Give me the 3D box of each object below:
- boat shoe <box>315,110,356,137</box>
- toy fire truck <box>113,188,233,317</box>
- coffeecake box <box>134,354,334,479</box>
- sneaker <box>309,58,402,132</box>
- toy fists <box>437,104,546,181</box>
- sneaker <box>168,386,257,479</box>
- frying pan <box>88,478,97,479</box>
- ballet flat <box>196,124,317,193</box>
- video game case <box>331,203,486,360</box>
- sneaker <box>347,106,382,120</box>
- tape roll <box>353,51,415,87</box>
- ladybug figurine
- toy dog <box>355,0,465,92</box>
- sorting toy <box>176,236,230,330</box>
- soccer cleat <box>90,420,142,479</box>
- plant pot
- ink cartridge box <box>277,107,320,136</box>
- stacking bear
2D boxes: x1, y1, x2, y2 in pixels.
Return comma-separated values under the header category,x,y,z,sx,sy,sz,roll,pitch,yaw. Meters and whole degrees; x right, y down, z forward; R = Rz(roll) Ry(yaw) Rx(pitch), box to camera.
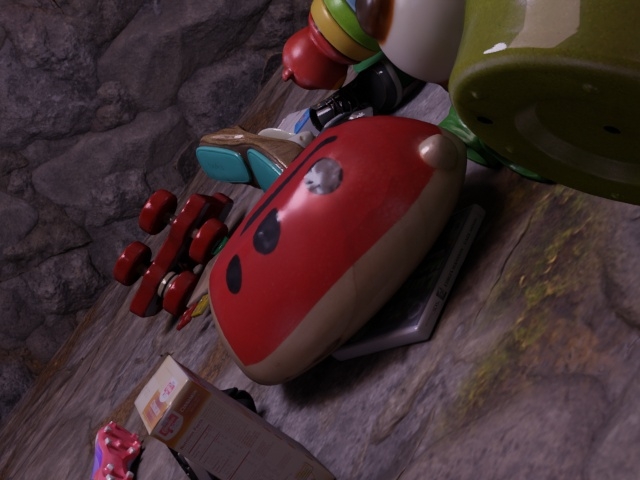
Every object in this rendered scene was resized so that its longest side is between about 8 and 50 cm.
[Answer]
category,x,y,z,sx,sy,sz,roll,pitch,yaw
boat shoe,-0.001,-0.108,1.536,0.091,0.114,0.302,-45,17,46
toy fire truck,-0.303,0.030,2.049,0.302,0.169,0.254,-62,-11,6
coffeecake box,-0.094,0.207,0.976,0.068,0.185,0.142,-55,15,-7
sneaker,0.060,-0.242,1.636,0.118,0.083,0.222,-27,-2,-17
toy fists,0.220,-0.158,1.041,0.142,0.096,0.279,-52,14,1
sneaker,-0.142,0.252,1.242,0.124,0.107,0.283,-33,8,-15
frying pan,-0.362,0.510,1.344,0.197,0.053,0.326,-6,66,60
ballet flat,-0.072,-0.127,1.471,0.124,0.116,0.342,-36,29,-21
video game case,0.097,0.051,1.072,0.190,0.022,0.173,-26,31,58
sneaker,0.087,-0.147,1.377,0.078,0.106,0.234,-53,15,1
tape roll,0.191,-0.419,1.731,0.321,0.077,0.321,-48,16,18
ladybug figurine,0.000,0.000,1.119,0.449,0.162,0.305,-45,15,40
toy dog,0.241,-0.384,1.243,0.408,0.285,0.395,-44,36,33
sorting toy,-0.192,0.073,1.814,0.132,0.046,0.274,-40,19,39
soccer cleat,-0.350,0.384,1.543,0.095,0.083,0.248,-56,18,6
plant pot,0.259,-0.223,0.678,0.353,0.367,0.366,-68,18,-11
ink cartridge box,-0.049,-0.184,1.890,0.148,0.086,0.203,-55,15,-8
stacking bear,0.053,-0.359,1.544,0.289,0.164,0.175,-40,8,29
